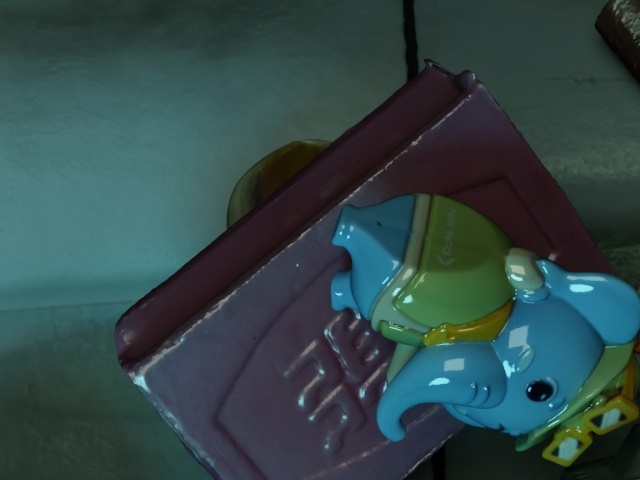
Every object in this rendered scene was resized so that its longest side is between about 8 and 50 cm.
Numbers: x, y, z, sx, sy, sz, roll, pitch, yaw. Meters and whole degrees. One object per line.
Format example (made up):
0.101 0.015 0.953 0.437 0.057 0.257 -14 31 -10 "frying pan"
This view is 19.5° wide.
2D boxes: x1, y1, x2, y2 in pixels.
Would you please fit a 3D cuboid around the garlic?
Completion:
-0.003 0.011 1.600 0.128 0.090 0.198 -26 67 -19 "garlic"

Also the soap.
0.032 0.056 1.499 0.359 0.128 0.233 -40 112 -5 "soap"

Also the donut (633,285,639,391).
0.371 0.088 1.514 0.232 0.085 0.199 -20 71 4 "donut"

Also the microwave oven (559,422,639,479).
0.417 0.256 1.328 0.432 0.236 0.374 -14 87 3 "microwave oven"

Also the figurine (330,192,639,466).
0.117 0.069 1.398 0.262 0.154 0.180 20 107 -6 "figurine"

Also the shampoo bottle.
0.330 -0.118 1.599 0.067 0.068 0.236 -37 68 -4 "shampoo bottle"
